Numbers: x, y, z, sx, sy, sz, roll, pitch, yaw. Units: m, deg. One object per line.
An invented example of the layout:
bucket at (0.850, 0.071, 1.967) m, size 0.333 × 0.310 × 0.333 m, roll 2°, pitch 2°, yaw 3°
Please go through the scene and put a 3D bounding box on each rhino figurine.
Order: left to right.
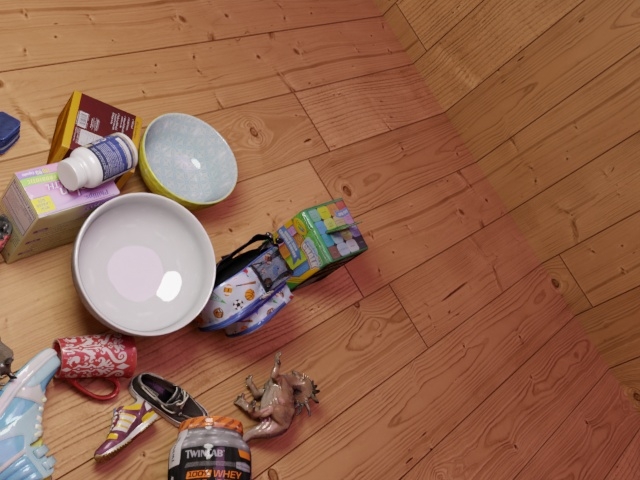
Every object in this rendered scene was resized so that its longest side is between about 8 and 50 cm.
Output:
rhino figurine at (-0.696, 0.237, 1.585) m, size 0.106 × 0.073 × 0.243 m, roll -13°, pitch 29°, yaw -38°

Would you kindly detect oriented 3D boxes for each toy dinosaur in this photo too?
toy dinosaur at (-0.103, 0.432, 2.009) m, size 0.200 × 0.127 × 0.296 m, roll 42°, pitch 50°, yaw -21°

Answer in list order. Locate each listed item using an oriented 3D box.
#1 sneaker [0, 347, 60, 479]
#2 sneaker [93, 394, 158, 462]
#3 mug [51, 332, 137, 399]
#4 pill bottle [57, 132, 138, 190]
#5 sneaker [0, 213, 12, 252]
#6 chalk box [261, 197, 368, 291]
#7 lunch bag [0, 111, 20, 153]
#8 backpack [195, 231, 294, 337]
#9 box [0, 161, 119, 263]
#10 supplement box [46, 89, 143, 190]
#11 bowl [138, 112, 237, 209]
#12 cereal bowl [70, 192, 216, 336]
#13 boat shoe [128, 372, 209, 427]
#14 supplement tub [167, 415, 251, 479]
sneaker at (-0.604, 0.396, 1.603) m, size 0.208 × 0.127 × 0.319 m, roll 40°, pitch 54°, yaw -10°
sneaker at (-0.460, 0.429, 1.750) m, size 0.084 × 0.069 × 0.185 m, roll 47°, pitch 37°, yaw 6°
mug at (-0.518, 0.283, 1.757) m, size 0.169 × 0.113 × 0.150 m, roll 3°, pitch 60°, yaw -35°
pill bottle at (-0.501, -0.174, 1.719) m, size 0.094 × 0.094 × 0.169 m, roll 53°, pitch 43°, yaw 0°
sneaker at (-0.766, 0.064, 1.661) m, size 0.097 × 0.135 × 0.276 m, roll 24°, pitch 59°, yaw 10°
chalk box at (0.000, 0.000, 2.243) m, size 0.180 × 0.289 × 0.179 m, roll -19°, pitch 77°, yaw -45°
lunch bag at (-0.793, -0.267, 1.908) m, size 0.067 × 0.065 × 0.098 m, roll 30°, pitch 47°, yaw -1°
backpack at (-0.223, 0.137, 2.011) m, size 0.263 × 0.276 × 0.213 m, roll -30°, pitch 92°, yaw -39°
box at (-0.629, -0.075, 1.794) m, size 0.213 × 0.243 × 0.117 m, roll -24°, pitch 81°, yaw -45°
supplement box at (-0.593, -0.254, 2.021) m, size 0.194 × 0.129 × 0.191 m, roll 21°, pitch 51°, yaw -29°
bowl at (-0.393, -0.193, 2.131) m, size 0.289 × 0.156 × 0.290 m, roll 21°, pitch 52°, yaw -30°
cereal bowl at (-0.428, 0.065, 1.823) m, size 0.338 × 0.141 × 0.339 m, roll 7°, pitch 76°, yaw -28°
boat shoe at (-0.357, 0.389, 1.852) m, size 0.219 × 0.070 × 0.078 m, roll 33°, pitch 47°, yaw -20°
supplement tub at (-0.251, 0.573, 1.735) m, size 0.193 × 0.193 × 0.316 m, roll 17°, pitch 53°, yaw -32°
